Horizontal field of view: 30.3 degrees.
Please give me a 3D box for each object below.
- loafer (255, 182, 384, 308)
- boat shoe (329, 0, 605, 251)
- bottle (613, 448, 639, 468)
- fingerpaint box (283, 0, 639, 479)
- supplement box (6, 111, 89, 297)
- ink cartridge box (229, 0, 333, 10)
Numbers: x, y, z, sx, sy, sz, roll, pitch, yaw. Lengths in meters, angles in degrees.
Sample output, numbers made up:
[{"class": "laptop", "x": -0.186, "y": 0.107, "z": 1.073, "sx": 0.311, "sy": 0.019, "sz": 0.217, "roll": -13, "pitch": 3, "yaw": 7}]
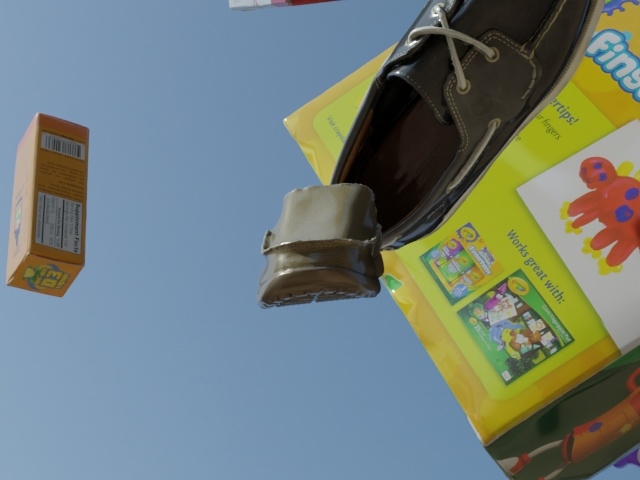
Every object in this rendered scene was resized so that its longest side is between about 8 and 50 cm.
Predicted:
[{"class": "loafer", "x": 0.000, "y": 0.000, "z": 0.530, "sx": 0.056, "sy": 0.050, "sz": 0.148, "roll": -7, "pitch": 3, "yaw": 4}, {"class": "boat shoe", "x": 0.077, "y": -0.090, "z": 0.624, "sx": 0.084, "sy": 0.079, "sz": 0.233, "roll": 40, "pitch": -66, "yaw": 21}, {"class": "bottle", "x": 0.399, "y": 0.208, "z": 1.308, "sx": 0.283, "sy": 0.092, "sz": 0.118, "roll": -3, "pitch": -48, "yaw": 27}, {"class": "fingerpaint box", "x": 0.226, "y": -0.042, "z": 1.097, "sx": 0.371, "sy": 0.445, "sz": 0.163, "roll": -34, "pitch": -42, "yaw": 3}, {"class": "supplement box", "x": -0.339, "y": -0.046, "z": 1.478, "sx": 0.080, "sy": 0.233, "sz": 0.078, "roll": 18, "pitch": -44, "yaw": -26}, {"class": "ink cartridge box", "x": 0.001, "y": -0.233, "z": 0.976, "sx": 0.175, "sy": 0.127, "sz": 0.072, "roll": -154, "pitch": -125, "yaw": -68}]
